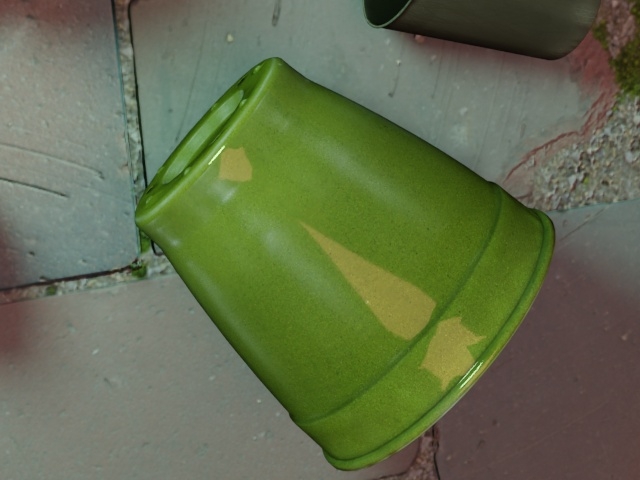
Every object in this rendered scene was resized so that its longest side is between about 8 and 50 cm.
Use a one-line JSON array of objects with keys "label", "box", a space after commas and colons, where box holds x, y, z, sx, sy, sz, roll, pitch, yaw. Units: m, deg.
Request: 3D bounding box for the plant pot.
[{"label": "plant pot", "box": [0.000, 0.000, 1.776, 0.353, 0.366, 0.366, 40, 91, -14]}]

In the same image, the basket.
[{"label": "basket", "box": [0.190, -0.297, 1.835, 0.227, 0.154, 0.204, 19, 101, -27]}]
